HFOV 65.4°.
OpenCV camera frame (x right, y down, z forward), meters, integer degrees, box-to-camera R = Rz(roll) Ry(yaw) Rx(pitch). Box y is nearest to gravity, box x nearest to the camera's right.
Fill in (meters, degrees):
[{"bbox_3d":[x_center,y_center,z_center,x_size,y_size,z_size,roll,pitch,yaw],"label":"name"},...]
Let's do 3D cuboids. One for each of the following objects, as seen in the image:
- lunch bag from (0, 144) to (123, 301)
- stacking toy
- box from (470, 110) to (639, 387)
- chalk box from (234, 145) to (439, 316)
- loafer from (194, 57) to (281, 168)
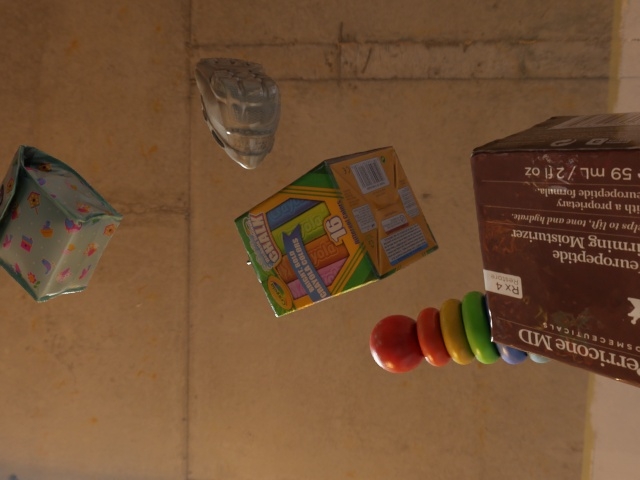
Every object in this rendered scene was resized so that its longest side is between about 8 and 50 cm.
[{"bbox_3d":[-0.582,-0.042,1.037,0.262,0.160,0.223,39,-72,10],"label":"lunch bag"},{"bbox_3d":[0.230,0.131,0.732,0.330,0.141,0.141,-18,-88,25],"label":"stacking toy"},{"bbox_3d":[0.266,-0.007,0.463,0.167,0.168,0.203,-24,-69,-33],"label":"box"},{"bbox_3d":[0.000,0.000,0.799,0.289,0.180,0.179,-27,-93,43],"label":"chalk box"},{"bbox_3d":[-0.122,-0.193,0.708,0.112,0.319,0.111,1,-64,-13],"label":"loafer"}]
